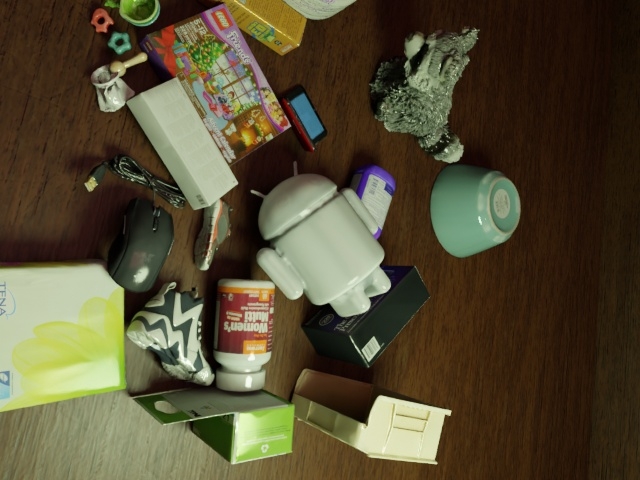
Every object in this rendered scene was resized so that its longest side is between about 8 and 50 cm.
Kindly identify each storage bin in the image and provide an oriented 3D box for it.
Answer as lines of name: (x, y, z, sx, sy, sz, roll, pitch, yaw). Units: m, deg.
storage bin: (0.105, 0.400, 1.110, 0.261, 0.262, 0.123, 25, 76, -35)

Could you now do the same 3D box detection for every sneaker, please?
sneaker: (-0.259, 0.174, 0.941, 0.235, 0.094, 0.153, 55, 42, -38)
sneaker: (-0.216, -0.011, 1.010, 0.065, 0.061, 0.157, 22, 76, -42)

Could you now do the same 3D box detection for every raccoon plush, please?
raccoon plush: (0.357, -0.400, 1.318, 0.447, 0.299, 0.215, 21, 75, -36)

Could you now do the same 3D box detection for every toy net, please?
toy net: (-0.380, -0.356, 0.881, 0.122, 0.045, 0.232, 19, 89, -3)

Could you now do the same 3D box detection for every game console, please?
game console: (-0.032, -0.294, 1.151, 0.085, 0.124, 0.144, -34, 110, -6)

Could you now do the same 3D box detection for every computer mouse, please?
computer mouse: (-0.335, -0.048, 0.855, 0.184, 0.060, 0.261, 36, 41, -29)

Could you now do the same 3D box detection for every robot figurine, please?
robot figurine: (0.000, 0.000, 1.060, 0.300, 0.200, 0.353, -38, 94, -33)

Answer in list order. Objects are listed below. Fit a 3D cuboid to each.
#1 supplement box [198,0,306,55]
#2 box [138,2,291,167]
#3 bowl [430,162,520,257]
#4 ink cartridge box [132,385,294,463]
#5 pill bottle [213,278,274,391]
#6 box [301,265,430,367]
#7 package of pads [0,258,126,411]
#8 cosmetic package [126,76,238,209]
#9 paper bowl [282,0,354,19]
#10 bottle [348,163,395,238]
supplement box: (-0.147, -0.514, 1.073, 0.234, 0.078, 0.080, 19, 76, -35)
box: (-0.213, -0.325, 1.024, 0.201, 0.057, 0.293, -42, 112, -31)
bowl: (0.506, -0.100, 1.507, 0.312, 0.163, 0.311, 1, 88, -38)
ink cartridge box: (-0.207, 0.349, 0.917, 0.255, 0.189, 0.096, 5, 87, -36)
pill bottle: (-0.160, 0.192, 1.001, 0.121, 0.121, 0.220, 6, 84, -38)
box: (0.112, 0.173, 1.174, 0.261, 0.184, 0.103, -41, 110, -32)
package of pads: (-0.474, 0.145, 0.773, 0.297, 0.101, 0.228, 1, 88, -40)
cosmetic package: (-0.268, -0.188, 0.950, 0.099, 0.061, 0.238, -47, 118, -43)
paper bowl: (-0.032, -0.667, 1.124, 0.285, 0.148, 0.283, 2, 86, -37)
bottle: (0.106, -0.052, 1.237, 0.118, 0.092, 0.282, 30, 70, -35)
